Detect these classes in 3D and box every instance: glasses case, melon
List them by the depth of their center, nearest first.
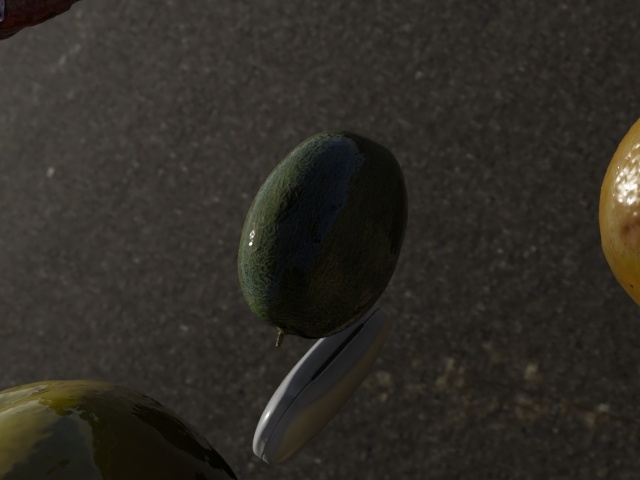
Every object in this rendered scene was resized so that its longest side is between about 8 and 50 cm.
[{"bbox_3d":[0.000,0.000,0.964,0.114,0.114,0.167,6,72,60],"label":"melon"},{"bbox_3d":[0.004,0.118,1.121,0.193,0.049,0.074,-45,-17,-50],"label":"glasses case"}]

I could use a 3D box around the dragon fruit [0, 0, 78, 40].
[{"bbox_3d":[-0.169,-0.197,0.822,0.102,0.096,0.147,16,110,61],"label":"dragon fruit"}]

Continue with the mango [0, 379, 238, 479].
[{"bbox_3d":[-0.085,0.209,0.653,0.182,0.365,0.253,-30,48,3],"label":"mango"}]

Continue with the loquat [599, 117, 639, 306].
[{"bbox_3d":[0.382,-0.031,1.146,0.275,0.275,0.275,-38,39,40],"label":"loquat"}]
